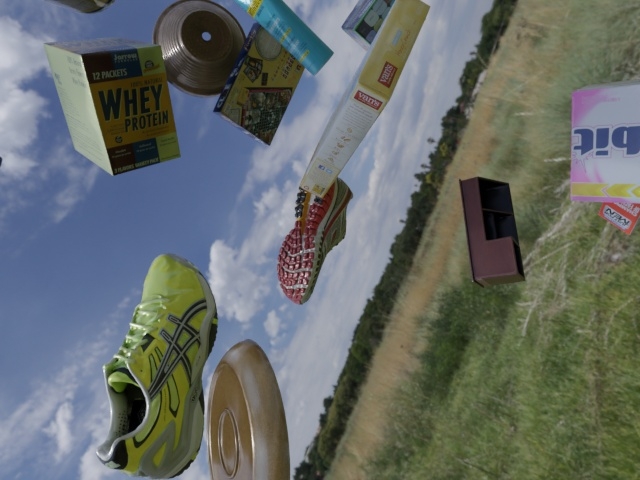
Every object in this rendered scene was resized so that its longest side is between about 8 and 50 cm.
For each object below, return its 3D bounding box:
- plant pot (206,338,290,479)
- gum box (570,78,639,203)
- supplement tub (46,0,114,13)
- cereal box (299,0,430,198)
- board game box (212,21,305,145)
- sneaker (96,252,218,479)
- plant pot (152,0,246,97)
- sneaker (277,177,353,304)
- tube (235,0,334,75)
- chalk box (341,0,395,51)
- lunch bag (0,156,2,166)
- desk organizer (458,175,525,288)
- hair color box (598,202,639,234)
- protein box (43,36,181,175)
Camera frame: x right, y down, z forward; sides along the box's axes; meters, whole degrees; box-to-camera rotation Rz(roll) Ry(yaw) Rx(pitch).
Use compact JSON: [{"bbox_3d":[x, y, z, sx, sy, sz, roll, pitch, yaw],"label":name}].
[{"bbox_3d":[-0.098,0.239,0.539,0.236,0.032,0.237,-7,82,62],"label":"plant pot"},{"bbox_3d":[0.330,-0.090,0.396,0.062,0.188,0.107,-28,-64,-42],"label":"gum box"},{"bbox_3d":[-0.431,-0.461,0.733,0.200,0.144,0.145,-81,6,-74],"label":"supplement tub"},{"bbox_3d":[0.050,-0.182,0.610,0.173,0.047,0.240,-67,8,-26],"label":"cereal box"},{"bbox_3d":[-0.146,-0.385,1.130,0.165,0.042,0.243,28,-96,-43],"label":"board game box"},{"bbox_3d":[-0.273,0.188,0.765,0.147,0.145,0.385,41,-145,-54],"label":"sneaker"},{"bbox_3d":[-0.284,-0.480,1.101,0.109,0.237,0.238,7,77,69],"label":"plant pot"},{"bbox_3d":[0.000,0.000,0.751,0.092,0.088,0.226,19,-90,-43],"label":"sneaker"},{"bbox_3d":[-0.068,-0.373,0.770,0.080,0.207,0.052,-32,22,52],"label":"tube"},{"bbox_3d":[0.156,-0.530,1.109,0.132,0.132,0.213,-50,24,16],"label":"chalk box"},{"bbox_3d":[-0.580,-0.081,0.478,0.386,0.238,0.328,94,178,-60],"label":"lunch bag"},{"bbox_3d":[0.204,-0.013,0.540,0.047,0.050,0.130,26,-123,-52],"label":"desk organizer"},{"bbox_3d":[0.416,-0.094,0.556,0.093,0.053,0.167,-30,-40,-11],"label":"hair color box"},{"bbox_3d":[-0.382,-0.257,0.840,0.136,0.199,0.201,-27,-51,-36],"label":"protein box"}]
